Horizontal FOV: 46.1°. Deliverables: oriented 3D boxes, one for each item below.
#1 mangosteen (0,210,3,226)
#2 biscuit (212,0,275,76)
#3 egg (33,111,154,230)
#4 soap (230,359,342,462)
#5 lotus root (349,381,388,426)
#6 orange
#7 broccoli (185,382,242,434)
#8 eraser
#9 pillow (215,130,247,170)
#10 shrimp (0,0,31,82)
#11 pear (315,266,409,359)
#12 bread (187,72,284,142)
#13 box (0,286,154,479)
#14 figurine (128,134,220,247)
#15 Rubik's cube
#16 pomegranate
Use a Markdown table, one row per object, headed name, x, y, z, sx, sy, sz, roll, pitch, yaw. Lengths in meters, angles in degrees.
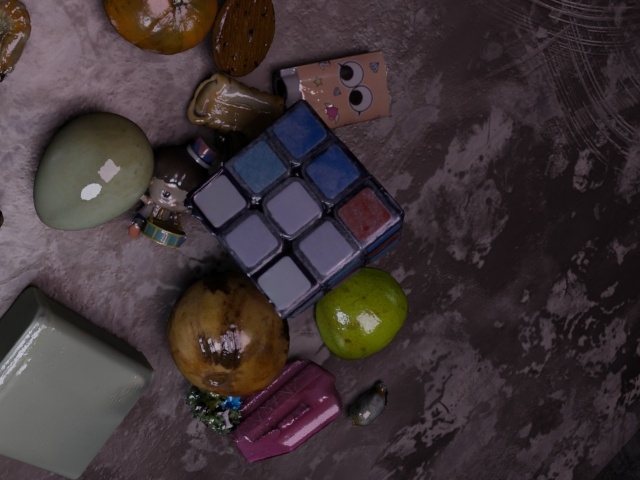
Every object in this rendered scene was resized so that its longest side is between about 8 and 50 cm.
| name | x | y | z | sx | sy | sz | roll | pitch | yaw |
| --- | --- | --- | --- | --- | --- | --- | --- | --- | --- |
| mangosteen | -0.754 | -0.027 | 1.554 | 0.184 | 0.172 | 0.172 | -24 | 123 | -50 |
| biscuit | -0.176 | -0.478 | 1.719 | 0.212 | 0.036 | 0.212 | -42 | 146 | -37 |
| egg | -0.491 | -0.139 | 1.614 | 0.295 | 0.218 | 0.218 | -46 | 125 | 6 |
| soap | -0.104 | 0.463 | 2.077 | 0.325 | 0.220 | 0.127 | -37 | 132 | -12 |
| lotus root | 0.154 | 0.510 | 2.320 | 0.165 | 0.088 | 0.088 | -43 | 124 | -20 |
| orange | -0.333 | -0.506 | 1.585 | 0.240 | 0.171 | 0.240 | -10 | 114 | -25 |
| broccoli | -0.288 | 0.431 | 1.984 | 0.154 | 0.160 | 0.167 | 1 | 91 | 9 |
| eraser | 0.032 | -0.369 | 1.894 | 0.290 | 0.087 | 0.171 | -16 | 106 | -23 |
| pillow | -0.163 | -0.226 | 1.871 | 0.203 | 0.038 | 0.113 | -11 | 111 | -26 |
| shrimp | -0.650 | -0.402 | 1.530 | 0.101 | 0.042 | 0.190 | 17 | 101 | -13 |
| pear | 0.115 | 0.193 | 2.148 | 0.288 | 0.139 | 0.239 | -46 | 116 | -8 |
| bread | -0.194 | -0.309 | 1.784 | 0.225 | 0.081 | 0.134 | 19 | 107 | -20 |
| box | -0.629 | 0.342 | 1.755 | 0.344 | 0.177 | 0.352 | 39 | 87 | -38 |
| figurine | -0.337 | -0.118 | 1.743 | 0.161 | 0.158 | 0.275 | 13 | 103 | -42 |
| Rubik's cube | -0.045 | -0.057 | 1.721 | 0.363 | 0.359 | 0.362 | -40 | 81 | -2 |
| pomegranate | -0.229 | 0.234 | 1.872 | 0.322 | 0.322 | 0.322 | -11 | 114 | -26 |
